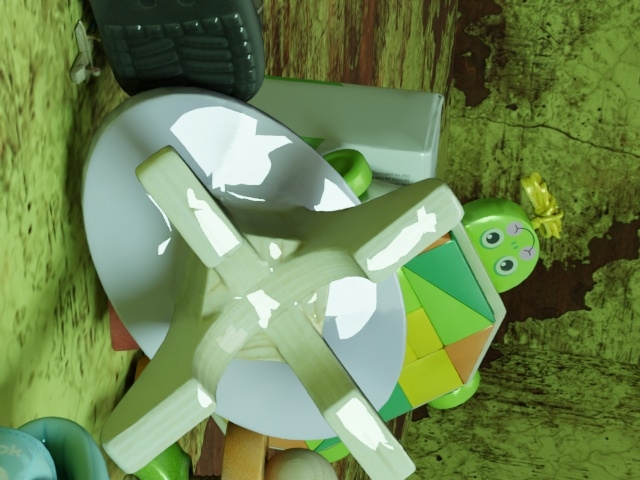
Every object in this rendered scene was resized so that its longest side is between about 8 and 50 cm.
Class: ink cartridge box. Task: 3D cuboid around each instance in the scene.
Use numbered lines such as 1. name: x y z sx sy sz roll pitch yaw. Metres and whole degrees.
1. ink cartridge box: 0.000 0.000 1.421 0.115 0.198 0.273 -74 168 -55

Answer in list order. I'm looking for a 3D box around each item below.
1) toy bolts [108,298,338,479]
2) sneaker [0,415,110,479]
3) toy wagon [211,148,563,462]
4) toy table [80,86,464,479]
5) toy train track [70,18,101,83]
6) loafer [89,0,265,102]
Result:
1. toy bolts: -0.066 0.103 1.178 0.218 0.158 0.228 -87 176 -76
2. sneaker: -0.186 0.173 0.775 0.366 0.135 0.150 -72 161 -83
3. toy wagon: 0.047 0.048 1.323 0.267 0.344 0.068 60 9 -34
4. toy table: -0.033 0.035 0.984 0.252 0.274 0.161 -48 -160 4
5. toy train track: -0.144 -0.135 1.030 0.048 0.014 0.083 86 15 -51
6. loafer: -0.100 -0.234 0.942 0.366 0.134 0.130 91 0 -54
